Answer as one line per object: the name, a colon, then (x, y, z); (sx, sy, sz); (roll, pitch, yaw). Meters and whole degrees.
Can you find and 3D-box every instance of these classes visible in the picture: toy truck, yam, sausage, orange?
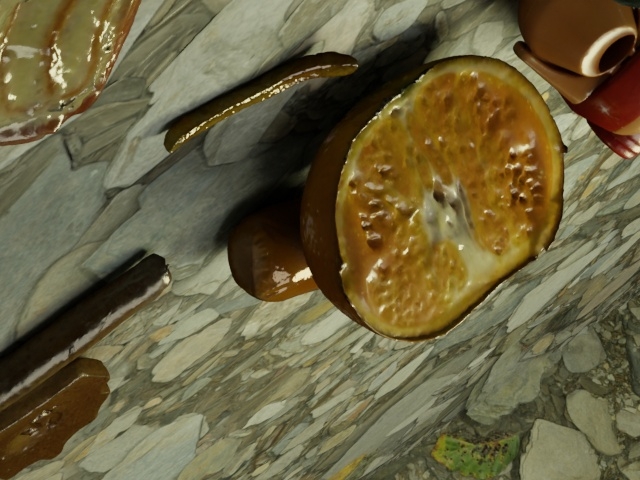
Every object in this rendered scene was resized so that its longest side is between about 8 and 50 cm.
toy truck: (0.311, -0.239, 1.739); (0.189, 0.239, 0.265); (-46, -158, 20)
yam: (-0.258, 0.101, 1.579); (0.264, 0.046, 0.046); (-36, 162, -9)
sausage: (0.000, -0.001, 1.763); (0.274, 0.105, 0.105); (-17, 151, -53)
orange: (0.120, -0.051, 1.643); (0.310, 0.274, 0.274); (-31, 162, 1)

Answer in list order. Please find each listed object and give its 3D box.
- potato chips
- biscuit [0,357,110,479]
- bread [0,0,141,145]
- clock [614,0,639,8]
potato chips: (-0.058, -0.132, 1.445); (0.204, 0.037, 0.026); (-25, 148, -25)
biscuit: (-0.310, 0.200, 1.733); (0.182, 0.034, 0.215); (-34, 164, -15)
bread: (-0.187, -0.164, 0.958); (0.190, 0.123, 0.244); (-25, 156, -36)
clock: (0.192, -0.306, 1.082); (0.061, 0.312, 0.312); (-29, 161, -12)
